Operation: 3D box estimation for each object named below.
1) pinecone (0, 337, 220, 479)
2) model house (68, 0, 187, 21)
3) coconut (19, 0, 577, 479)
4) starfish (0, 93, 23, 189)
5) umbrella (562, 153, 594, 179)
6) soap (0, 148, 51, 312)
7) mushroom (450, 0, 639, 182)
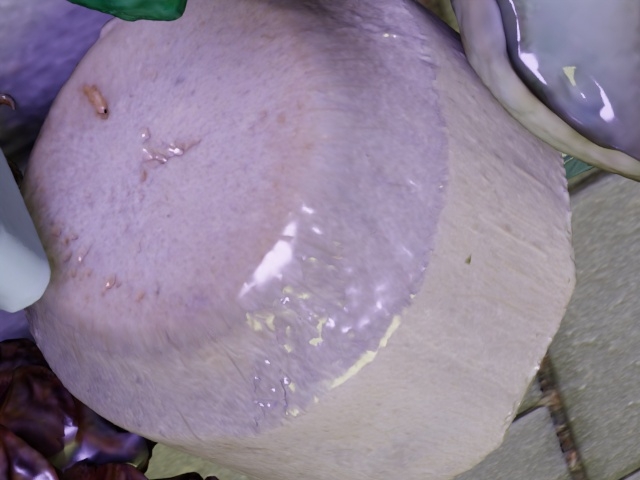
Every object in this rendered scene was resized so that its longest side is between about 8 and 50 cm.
[{"bbox_3d":[-0.189,0.176,0.765,0.296,0.242,0.298,7,140,-41],"label":"pinecone"},{"bbox_3d":[-0.059,-0.245,0.313,0.267,0.194,0.325,-33,146,7],"label":"model house"},{"bbox_3d":[0.000,0.000,0.678,0.237,0.237,0.266,-38,143,14],"label":"coconut"},{"bbox_3d":[-0.177,-0.044,0.660,0.078,0.028,0.091,-24,147,-21],"label":"starfish"},{"bbox_3d":[0.198,-0.085,0.890,0.250,0.052,0.053,-23,167,-7],"label":"umbrella"},{"bbox_3d":[-0.206,-0.070,0.468,0.087,0.160,0.265,-33,149,3],"label":"soap"},{"bbox_3d":[0.152,-0.148,0.630,0.190,0.267,0.164,19,173,-4],"label":"mushroom"}]
